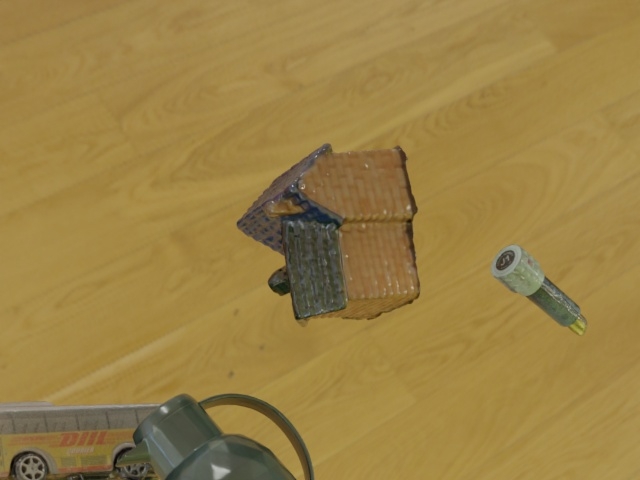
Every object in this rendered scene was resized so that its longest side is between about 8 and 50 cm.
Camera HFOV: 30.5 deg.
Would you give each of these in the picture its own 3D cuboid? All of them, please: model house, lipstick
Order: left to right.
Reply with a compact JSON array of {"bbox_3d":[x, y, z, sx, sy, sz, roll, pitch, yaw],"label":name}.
[{"bbox_3d":[0.000,0.000,1.315,0.172,0.166,0.182,-4,74,-36],"label":"model house"},{"bbox_3d":[0.201,0.049,1.040,0.116,0.037,0.037,37,52,-26],"label":"lipstick"}]

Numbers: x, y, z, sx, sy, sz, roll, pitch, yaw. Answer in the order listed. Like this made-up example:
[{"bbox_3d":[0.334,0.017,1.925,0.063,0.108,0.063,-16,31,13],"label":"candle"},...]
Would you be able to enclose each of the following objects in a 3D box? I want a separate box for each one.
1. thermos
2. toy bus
[{"bbox_3d":[-0.074,0.282,1.247,0.182,0.145,0.286,-31,74,-29],"label":"thermos"},{"bbox_3d":[-0.287,0.239,1.337,0.268,0.092,0.106,4,61,-34],"label":"toy bus"}]
